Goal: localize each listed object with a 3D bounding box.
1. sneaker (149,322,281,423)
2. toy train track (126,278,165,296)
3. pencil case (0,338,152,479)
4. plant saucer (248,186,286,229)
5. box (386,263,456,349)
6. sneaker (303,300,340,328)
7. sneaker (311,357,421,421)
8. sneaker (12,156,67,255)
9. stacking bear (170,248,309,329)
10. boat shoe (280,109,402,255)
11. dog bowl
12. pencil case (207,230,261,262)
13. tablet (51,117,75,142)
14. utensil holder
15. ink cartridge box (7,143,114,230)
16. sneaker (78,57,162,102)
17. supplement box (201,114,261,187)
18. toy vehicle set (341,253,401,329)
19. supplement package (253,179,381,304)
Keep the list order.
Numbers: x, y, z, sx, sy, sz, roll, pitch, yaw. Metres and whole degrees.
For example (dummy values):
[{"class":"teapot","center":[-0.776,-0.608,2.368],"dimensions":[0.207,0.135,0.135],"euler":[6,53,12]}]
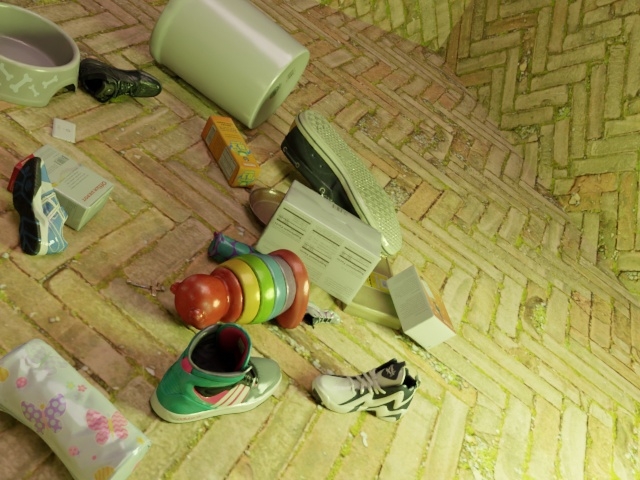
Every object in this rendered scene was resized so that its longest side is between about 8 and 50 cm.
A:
[{"class":"sneaker","center":[-0.161,0.230,1.376],"dimensions":[0.296,0.178,0.123],"euler":[-7,49,-48]},{"class":"toy train track","center":[-0.364,0.092,1.539],"dimensions":[0.083,0.014,0.048],"euler":[15,35,-28]},{"class":"pencil case","center":[-0.397,0.277,1.153],"dimensions":[0.273,0.113,0.124],"euler":[38,41,8]},{"class":"plant saucer","center":[-0.110,-0.065,1.978],"dimensions":[0.199,0.036,0.198],"euler":[25,31,-16]},{"class":"box","center":[0.257,0.172,1.887],"dimensions":[0.130,0.091,0.170],"euler":[40,25,-44]},{"class":"sneaker","center":[-0.004,0.187,1.729],"dimensions":[0.098,0.038,0.069],"euler":[22,33,-3]},{"class":"sneaker","center":[0.111,0.299,1.563],"dimensions":[0.235,0.153,0.094],"euler":[23,31,-19]},{"class":"sneaker","center":[-0.563,-0.067,1.484],"dimensions":[0.081,0.080,0.211],"euler":[10,66,-53]},{"class":"stacking bear","center":[-0.178,0.113,1.559],"dimensions":[0.289,0.164,0.175],"euler":[-10,52,-44]},{"class":"boat shoe","center":[0.060,-0.151,2.156],"dimensions":[0.500,0.156,0.187],"euler":[53,29,9]},{"class":"dog bowl","center":[-0.778,-0.485,1.870],"dimensions":[0.349,0.102,0.348],"euler":[24,32,-16]},{"class":"pencil case","center":[-0.187,0.033,1.740],"dimensions":[0.152,0.064,0.070],"euler":[23,48,-20]},{"class":"tablet","center":[-0.628,-0.270,1.803],"dimensions":[0.054,0.006,0.083],"euler":[17,35,-28]},{"class":"utensil holder","center":[-0.275,-0.575,2.266],"dimensions":[0.385,0.327,0.327],"euler":[39,31,2]},{"class":"ink cartridge box","center":[-0.557,-0.115,1.586],"dimensions":[0.175,0.072,0.127],"euler":[32,31,-4]},{"class":"sneaker","center":[-0.546,-0.418,2.014],"dimensions":[0.228,0.087,0.130],"euler":[12,39,-27]},{"class":"supplement box","center":[-0.251,-0.250,2.063],"dimensions":[0.078,0.080,0.233],"euler":[1,46,-40]},{"class":"toy vehicle set","center":[0.125,0.111,1.954],"dimensions":[0.166,0.035,0.266],"euler":[21,33,-21]},{"class":"supplement package","center":[0.000,0.000,1.780],"dimensions":[0.262,0.145,0.204],"euler":[32,18,-5]}]
